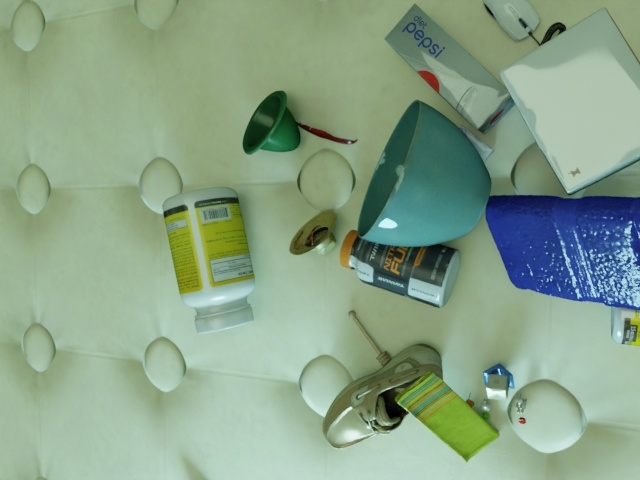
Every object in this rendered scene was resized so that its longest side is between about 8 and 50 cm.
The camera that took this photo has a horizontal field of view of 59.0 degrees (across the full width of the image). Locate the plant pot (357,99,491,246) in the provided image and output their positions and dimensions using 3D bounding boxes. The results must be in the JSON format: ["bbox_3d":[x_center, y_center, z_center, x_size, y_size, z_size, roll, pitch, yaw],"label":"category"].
[{"bbox_3d":[0.219,-0.105,1.127,0.195,0.290,0.290,22,103,-7],"label":"plant pot"}]

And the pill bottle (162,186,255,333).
[{"bbox_3d":[-0.266,0.050,1.390,0.187,0.188,0.334,-13,88,24],"label":"pill bottle"}]

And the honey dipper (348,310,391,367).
[{"bbox_3d":[0.114,0.231,1.317,0.030,0.030,0.161,-43,74,20],"label":"honey dipper"}]

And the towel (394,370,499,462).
[{"bbox_3d":[0.270,0.373,1.188,0.102,0.021,0.237,-42,108,14],"label":"towel"}]

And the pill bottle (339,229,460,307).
[{"bbox_3d":[0.166,0.049,1.227,0.245,0.130,0.131,17,100,23],"label":"pill bottle"}]

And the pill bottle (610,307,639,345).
[{"bbox_3d":[0.647,0.139,1.021,0.214,0.117,0.117,2,94,25],"label":"pill bottle"}]

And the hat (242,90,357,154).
[{"bbox_3d":[-0.064,-0.242,1.372,0.173,0.183,0.208,-57,30,10],"label":"hat"}]

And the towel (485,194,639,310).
[{"bbox_3d":[0.461,0.010,1.016,0.308,0.076,0.228,8,131,54],"label":"towel"}]

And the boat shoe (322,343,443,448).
[{"bbox_3d":[0.129,0.365,1.253,0.121,0.110,0.341,40,109,-12],"label":"boat shoe"}]

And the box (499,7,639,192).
[{"bbox_3d":[0.449,-0.209,0.966,0.168,0.345,0.215,-30,81,23],"label":"box"}]

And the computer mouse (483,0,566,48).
[{"bbox_3d":[0.398,-0.445,1.140,0.106,0.042,0.193,-42,76,21],"label":"computer mouse"}]

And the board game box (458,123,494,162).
[{"bbox_3d":[0.306,-0.185,1.209,0.090,0.020,0.090,44,111,16],"label":"board game box"}]

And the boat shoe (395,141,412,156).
[{"bbox_3d":[0.215,-0.209,1.246,0.100,0.035,0.035,-18,113,20],"label":"boat shoe"}]

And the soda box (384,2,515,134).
[{"bbox_3d":[0.269,-0.355,1.177,0.098,0.091,0.286,-46,75,20],"label":"soda box"}]

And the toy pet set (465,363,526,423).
[{"bbox_3d":[0.373,0.322,1.201,0.122,0.065,0.114,0,128,27],"label":"toy pet set"}]

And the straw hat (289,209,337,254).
[{"bbox_3d":[0.000,0.000,1.333,0.144,0.144,0.061,-32,118,22],"label":"straw hat"}]
